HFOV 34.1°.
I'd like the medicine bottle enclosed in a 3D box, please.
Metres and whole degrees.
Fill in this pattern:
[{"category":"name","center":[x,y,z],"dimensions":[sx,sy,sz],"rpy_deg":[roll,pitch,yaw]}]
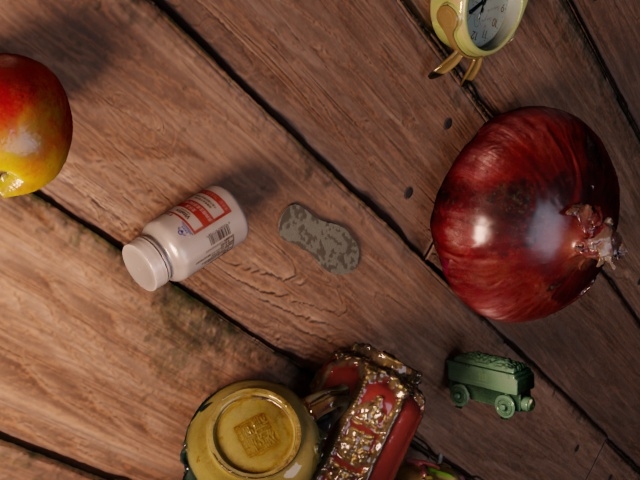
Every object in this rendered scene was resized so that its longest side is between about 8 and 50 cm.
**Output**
[{"category":"medicine bottle","center":[-0.159,-0.001,1.227],"dimensions":[0.140,0.079,0.079],"rpy_deg":[-34,130,-33]}]

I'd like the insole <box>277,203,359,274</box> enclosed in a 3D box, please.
[{"category":"insole","center":[0.000,0.000,1.460],"dimensions":[0.193,0.006,0.065],"rpy_deg":[31,84,-49]}]

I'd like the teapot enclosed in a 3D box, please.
[{"category":"teapot","center":[-0.077,0.275,1.393],"dimensions":[0.269,0.173,0.183],"rpy_deg":[-27,158,-18]}]

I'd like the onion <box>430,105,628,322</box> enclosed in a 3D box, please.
[{"category":"onion","center":[0.350,-0.030,1.624],"dimensions":[0.347,0.285,0.348],"rpy_deg":[-12,111,-34]}]

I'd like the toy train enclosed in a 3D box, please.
[{"category":"toy train","center":[0.287,0.241,1.765],"dimensions":[0.070,0.172,0.100],"rpy_deg":[-12,104,-44]}]

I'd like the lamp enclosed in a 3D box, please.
[{"category":"lamp","center":[0.041,0.287,1.516],"dimensions":[0.177,0.177,0.274],"rpy_deg":[29,85,-50]}]

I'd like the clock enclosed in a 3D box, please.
[{"category":"clock","center":[0.223,-0.336,1.504],"dimensions":[0.170,0.069,0.232],"rpy_deg":[2,107,-49]}]

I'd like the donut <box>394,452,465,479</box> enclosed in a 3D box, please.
[{"category":"donut","center":[0.121,0.531,1.647],"dimensions":[0.150,0.307,0.371],"rpy_deg":[22,93,-9]}]

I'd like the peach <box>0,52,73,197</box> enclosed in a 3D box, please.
[{"category":"peach","center":[-0.295,-0.116,0.993],"dimensions":[0.118,0.151,0.151],"rpy_deg":[-53,140,3]}]
